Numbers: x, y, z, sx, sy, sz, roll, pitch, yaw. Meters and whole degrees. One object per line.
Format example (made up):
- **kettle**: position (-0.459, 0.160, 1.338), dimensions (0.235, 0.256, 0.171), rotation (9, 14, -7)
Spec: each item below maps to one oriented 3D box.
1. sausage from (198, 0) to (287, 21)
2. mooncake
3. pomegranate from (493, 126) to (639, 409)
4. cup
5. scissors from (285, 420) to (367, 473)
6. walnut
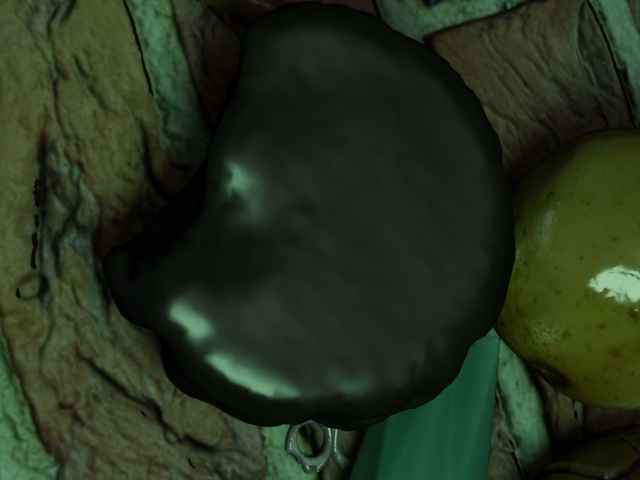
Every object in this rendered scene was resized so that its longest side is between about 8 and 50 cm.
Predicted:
- **sausage**: position (-0.104, -0.240, 1.681), dimensions (0.186, 0.043, 0.043), rotation (16, 82, -26)
- **mooncake**: position (0.000, 0.000, 1.620), dimensions (0.350, 0.212, 0.381), rotation (41, 76, -2)
- **pomegranate**: position (0.303, 0.031, 1.764), dimensions (0.307, 0.307, 0.307), rotation (0, 89, -27)
- **cup**: position (0.110, 0.202, 1.729), dimensions (0.148, 0.134, 0.236), rotation (47, 54, -52)
- **scissors**: position (0.014, 0.140, 1.754), dimensions (0.100, 0.015, 0.189), rotation (5, 85, -28)
- **walnut**: position (0.299, 0.298, 1.788), dimensions (0.298, 0.203, 0.203), rotation (-23, 100, -38)
